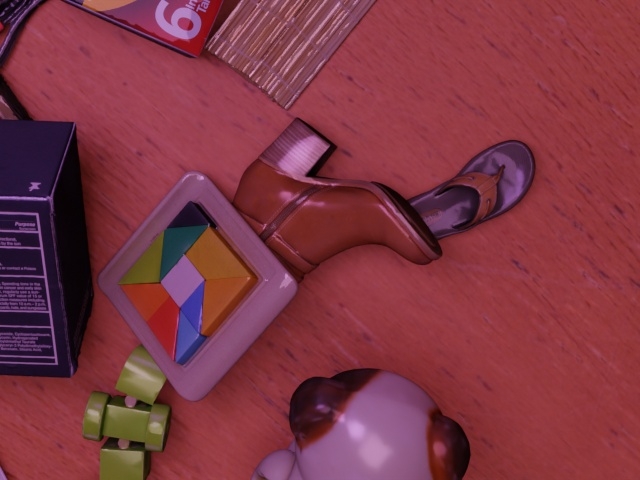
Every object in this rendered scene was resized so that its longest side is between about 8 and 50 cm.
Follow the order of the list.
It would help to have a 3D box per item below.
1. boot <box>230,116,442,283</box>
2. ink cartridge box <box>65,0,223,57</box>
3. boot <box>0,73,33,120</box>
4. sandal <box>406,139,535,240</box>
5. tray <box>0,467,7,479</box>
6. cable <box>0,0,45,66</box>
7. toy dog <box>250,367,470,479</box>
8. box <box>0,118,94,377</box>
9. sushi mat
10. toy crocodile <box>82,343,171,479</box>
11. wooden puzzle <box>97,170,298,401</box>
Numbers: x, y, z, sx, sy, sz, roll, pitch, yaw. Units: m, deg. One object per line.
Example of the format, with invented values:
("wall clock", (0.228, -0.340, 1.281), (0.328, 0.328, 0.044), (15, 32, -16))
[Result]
("boot", (0.000, 0.000, 1.863), (0.283, 0.109, 0.220), (38, 98, 10))
("ink cartridge box", (-0.226, -0.431, 1.830), (0.272, 0.130, 0.309), (22, 93, -10))
("boot", (-0.498, -0.080, 1.906), (0.269, 0.089, 0.236), (-32, 93, 7))
("sandal", (0.192, -0.058, 1.888), (0.219, 0.060, 0.090), (-25, 91, 3))
("tray", (-0.558, 0.374, 1.949), (0.270, 0.030, 0.145), (-27, 90, 3))
("cable", (-0.413, -0.319, 1.891), (0.287, 0.072, 0.139), (-26, 89, 3))
("toy dog", (0.017, 0.350, 1.758), (0.285, 0.395, 0.408), (22, 102, 10))
("box", (-0.455, 0.006, 1.793), (0.296, 0.182, 0.294), (3, 129, 1))
("sushi mat", (-0.003, -0.337, 1.879), (0.151, 0.019, 0.316), (38, 94, -23))
("toy crocodile", (-0.266, 0.308, 1.908), (0.115, 0.105, 0.340), (9, 97, 3))
("wooden puzzle", (-0.171, 0.057, 1.857), (0.221, 0.044, 0.238), (-48, 63, 11))
